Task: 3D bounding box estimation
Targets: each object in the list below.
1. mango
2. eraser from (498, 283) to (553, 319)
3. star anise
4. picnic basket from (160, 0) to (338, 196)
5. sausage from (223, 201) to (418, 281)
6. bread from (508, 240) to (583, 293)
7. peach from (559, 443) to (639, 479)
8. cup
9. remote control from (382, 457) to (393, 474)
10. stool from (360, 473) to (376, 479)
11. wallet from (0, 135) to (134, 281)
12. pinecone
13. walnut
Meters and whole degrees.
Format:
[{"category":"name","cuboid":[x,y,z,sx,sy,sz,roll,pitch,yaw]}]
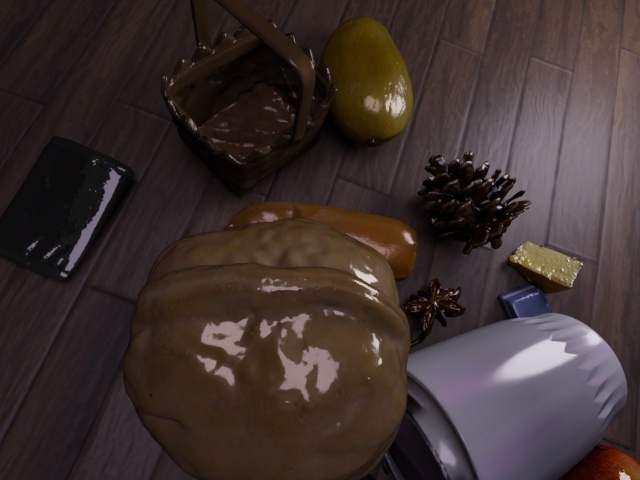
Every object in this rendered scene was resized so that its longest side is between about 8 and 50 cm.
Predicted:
[{"category":"mango","cuboid":[0.088,-0.349,0.930,0.195,0.142,0.332,-7,66,-16]},{"category":"eraser","cuboid":[0.441,0.198,0.855,0.081,0.036,0.225,-18,76,-14]},{"category":"star anise","cuboid":[0.196,0.149,0.822,0.190,0.070,0.097,-34,53,-16]},{"category":"picnic basket","cuboid":[-0.122,-0.272,0.776,0.254,0.321,0.291,44,69,10]},{"category":"sausage","cuboid":[-0.001,0.000,0.812,0.353,0.116,0.134,9,85,-3]},{"category":"bread","cuboid":[0.462,0.043,0.886,0.109,0.080,0.084,44,69,4]},{"category":"peach","cuboid":[0.459,0.454,0.683,0.230,0.231,0.231,3,72,-8]},{"category":"cup","cuboid":[0.279,0.269,0.690,0.371,0.253,0.254,-14,75,-25]},{"category":"remote control","cuboid":[0.117,0.305,0.775,0.059,0.028,0.212,-9,75,-16]},{"category":"stool","cuboid":[0.046,0.470,0.605,0.178,0.272,0.272,-41,82,-2]},{"category":"wallet","cuboid":[-0.475,-0.060,0.793,0.168,0.052,0.245,25,75,-1]},{"category":"pinecone","cuboid":[0.286,-0.081,0.851,0.212,0.169,0.185,37,28,18]},{"category":"walnut","cuboid":[-0.063,0.139,0.578,0.380,0.381,0.382,3,72,-8]}]
